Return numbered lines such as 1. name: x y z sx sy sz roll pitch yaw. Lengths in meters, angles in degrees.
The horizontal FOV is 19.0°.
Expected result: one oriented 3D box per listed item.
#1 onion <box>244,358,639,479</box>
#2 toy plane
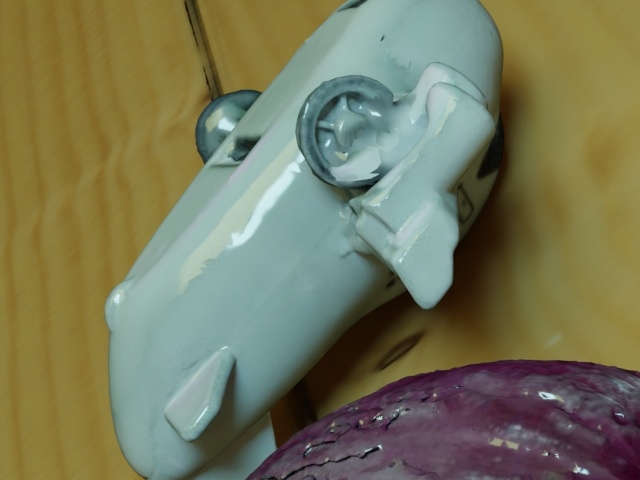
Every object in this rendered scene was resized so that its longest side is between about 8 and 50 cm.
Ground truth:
1. onion: 0.000 0.156 0.680 0.349 0.159 0.267 -12 46 40
2. toy plane: -0.004 -0.004 0.864 0.267 0.123 0.267 -46 19 21
